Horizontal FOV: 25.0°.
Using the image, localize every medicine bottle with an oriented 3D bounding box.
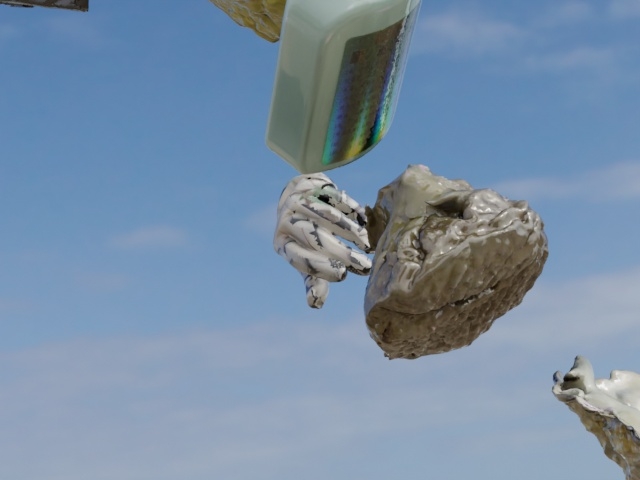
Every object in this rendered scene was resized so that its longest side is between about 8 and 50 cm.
[{"bbox_3d":[0.023,-0.166,1.144,0.121,0.083,0.229,-33,-29,-34],"label":"medicine bottle"}]

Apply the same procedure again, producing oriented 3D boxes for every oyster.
[{"bbox_3d":[0.217,0.143,0.948,0.163,0.081,0.191,30,8,11],"label":"oyster"}]

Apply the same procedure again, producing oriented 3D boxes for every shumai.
[{"bbox_3d":[0.105,0.008,1.415,0.206,0.175,0.166,-31,-29,-15],"label":"shumai"}]

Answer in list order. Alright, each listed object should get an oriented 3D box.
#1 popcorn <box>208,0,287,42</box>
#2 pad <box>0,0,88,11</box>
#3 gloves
[{"bbox_3d":[-0.059,-0.315,1.511,0.225,0.173,0.286,32,-2,-7],"label":"popcorn"},{"bbox_3d":[-0.361,-0.361,1.691,0.233,0.174,0.022,9,10,27],"label":"pad"},{"bbox_3d":[-0.005,-0.007,1.757,0.127,0.111,0.212,-47,17,9],"label":"gloves"}]
